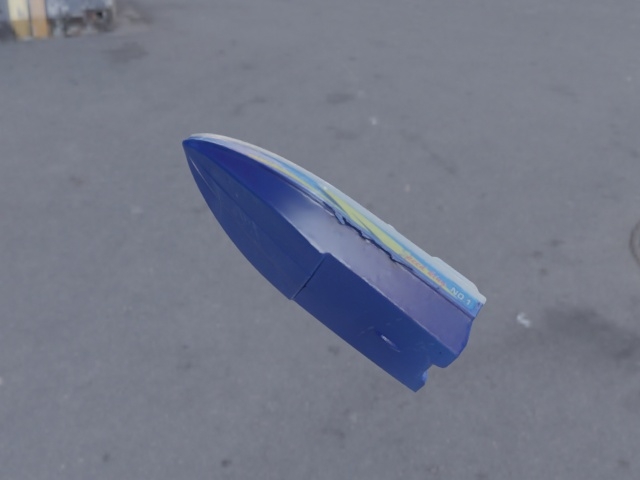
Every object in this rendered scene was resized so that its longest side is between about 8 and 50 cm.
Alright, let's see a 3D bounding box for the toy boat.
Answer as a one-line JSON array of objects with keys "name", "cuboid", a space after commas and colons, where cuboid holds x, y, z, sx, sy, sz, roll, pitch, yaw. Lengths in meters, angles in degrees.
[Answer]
[{"name": "toy boat", "cuboid": [0.000, 0.000, 0.919, 0.295, 0.129, 0.088, 37, 55, 1]}]
